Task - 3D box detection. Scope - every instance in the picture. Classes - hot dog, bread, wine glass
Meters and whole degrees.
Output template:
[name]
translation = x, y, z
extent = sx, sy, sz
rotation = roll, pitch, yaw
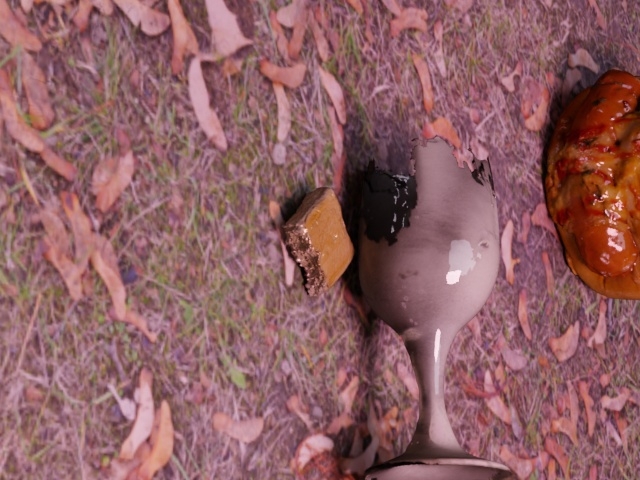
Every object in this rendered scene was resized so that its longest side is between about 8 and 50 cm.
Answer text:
[hot dog]
translation = 0.332, -0.067, 1.957
extent = 0.153, 0.150, 0.256
rotation = 22, 67, -59
[bread]
translation = 0.000, 0.000, 1.595
extent = 0.070, 0.035, 0.083
rotation = -57, 134, -41
[wine glass]
translation = 0.101, 0.071, 1.622
extent = 0.143, 0.143, 0.321
rotation = 18, 63, -50
